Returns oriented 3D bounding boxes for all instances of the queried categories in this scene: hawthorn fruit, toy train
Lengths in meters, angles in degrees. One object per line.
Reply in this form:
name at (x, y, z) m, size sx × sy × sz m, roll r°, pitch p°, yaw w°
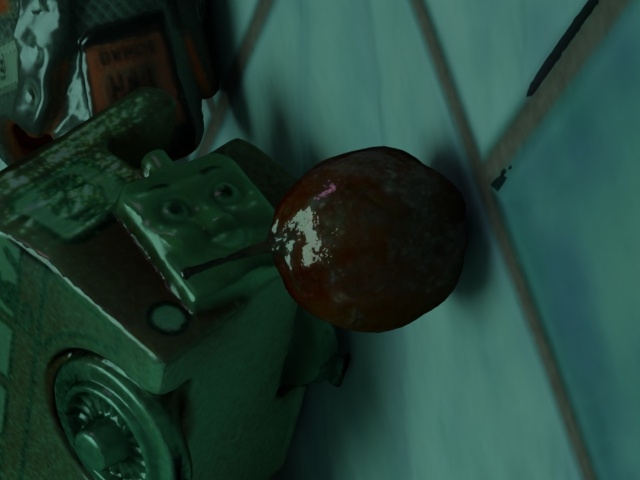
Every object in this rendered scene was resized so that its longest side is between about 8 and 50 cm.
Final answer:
hawthorn fruit at (0.000, 0.000, 0.654) m, size 0.067 × 0.103 × 0.067 m, roll 178°, pitch 90°, yaw -73°
toy train at (-0.090, 0.085, 0.855) m, size 0.159 × 0.129 × 0.326 m, roll 40°, pitch 142°, yaw 21°

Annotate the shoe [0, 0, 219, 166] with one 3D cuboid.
shoe at (-0.109, -0.115, 0.871) m, size 0.171 × 0.132 × 0.336 m, roll 62°, pitch 157°, yaw 28°
